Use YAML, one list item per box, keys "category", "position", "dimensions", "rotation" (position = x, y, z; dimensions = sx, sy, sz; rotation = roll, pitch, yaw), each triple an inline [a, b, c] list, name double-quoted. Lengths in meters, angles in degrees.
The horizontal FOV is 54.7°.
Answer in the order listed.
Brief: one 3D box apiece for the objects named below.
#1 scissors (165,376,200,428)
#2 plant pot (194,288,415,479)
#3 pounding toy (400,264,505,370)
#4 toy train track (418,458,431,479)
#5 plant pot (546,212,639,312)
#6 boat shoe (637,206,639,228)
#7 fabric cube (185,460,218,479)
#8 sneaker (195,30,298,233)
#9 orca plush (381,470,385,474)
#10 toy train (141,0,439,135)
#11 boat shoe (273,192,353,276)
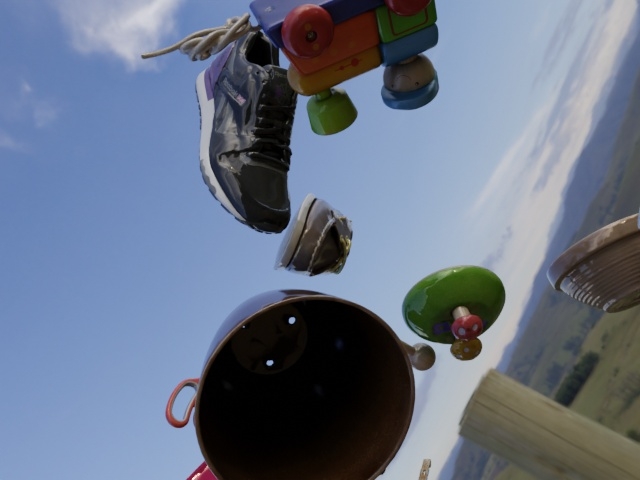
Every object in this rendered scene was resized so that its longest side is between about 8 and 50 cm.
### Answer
- category: "scissors"
  position: [-0.203, 0.247, 1.197]
  dimensions: [0.021, 0.109, 0.297]
  rotation: [-56, 10, 39]
- category: "plant pot"
  position: [-0.039, 0.141, 0.694]
  dimensions: [0.215, 0.215, 0.230]
  rotation: [-63, 17, 0]
- category: "pounding toy"
  position: [0.218, 0.157, 1.059]
  dimensions: [0.237, 0.110, 0.183]
  rotation: [-39, -52, 24]
- category: "toy train track"
  position: [0.130, 0.312, 0.785]
  dimensions: [0.083, 0.048, 0.014]
  rotation: [-55, -49, -58]
- category: "plant pot"
  position: [0.541, 0.055, 1.105]
  dimensions: [0.237, 0.109, 0.237]
  rotation: [-17, -28, -9]
- category: "boat shoe"
  position: [0.390, -0.094, 0.641]
  dimensions: [0.065, 0.083, 0.183]
  rotation: [-9, -74, -57]
- category: "fabric cube"
  position: [-0.143, 0.556, 1.169]
  dimensions: [0.254, 0.258, 0.259]
  rotation: [-41, -21, -38]
- category: "sneaker"
  position: [-0.079, -0.146, 0.750]
  dimensions: [0.107, 0.283, 0.124]
  rotation: [13, -42, -42]
- category: "orca plush"
  position: [0.041, 0.315, 0.760]
  dimensions: [0.102, 0.287, 0.151]
  rotation: [-49, -39, 11]
- category: "toy train"
  position: [-0.012, -0.153, 0.547]
  dimensions: [0.248, 0.105, 0.143]
  rotation: [-24, -47, -2]
- category: "boat shoe"
  position: [0.000, 0.000, 0.926]
  dimensions: [0.116, 0.097, 0.324]
  rotation: [-62, 0, 6]
